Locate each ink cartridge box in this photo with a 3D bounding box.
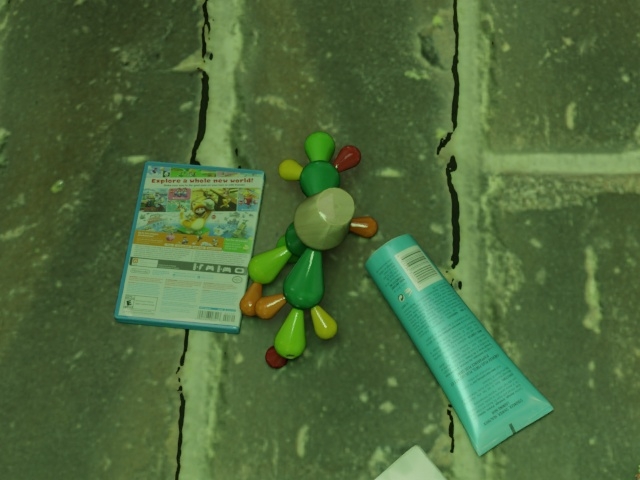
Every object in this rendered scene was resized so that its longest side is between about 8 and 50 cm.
[{"bbox_3d":[0.104,0.250,1.356,0.056,0.099,0.135,-36,66,-11],"label":"ink cartridge box"}]

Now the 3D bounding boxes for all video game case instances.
[{"bbox_3d":[-0.123,0.005,1.538,0.119,0.015,0.166,5,65,8],"label":"video game case"}]

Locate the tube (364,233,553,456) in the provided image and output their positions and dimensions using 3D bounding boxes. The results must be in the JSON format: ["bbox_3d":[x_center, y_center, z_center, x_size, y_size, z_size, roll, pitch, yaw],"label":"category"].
[{"bbox_3d":[0.118,0.089,1.463,0.080,0.052,0.207,-33,72,-5],"label":"tube"}]

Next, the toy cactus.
[{"bbox_3d":[0.000,0.000,1.449,0.112,0.180,0.219,22,72,-7],"label":"toy cactus"}]

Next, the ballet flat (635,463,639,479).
[{"bbox_3d":[0.308,0.167,1.358,0.091,0.077,0.241,-1,45,22],"label":"ballet flat"}]
